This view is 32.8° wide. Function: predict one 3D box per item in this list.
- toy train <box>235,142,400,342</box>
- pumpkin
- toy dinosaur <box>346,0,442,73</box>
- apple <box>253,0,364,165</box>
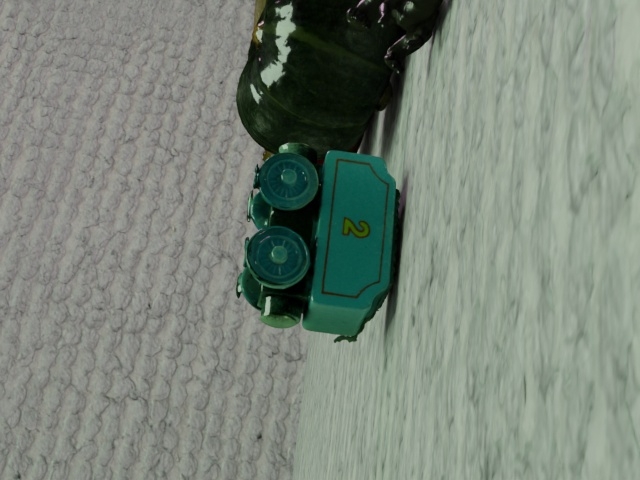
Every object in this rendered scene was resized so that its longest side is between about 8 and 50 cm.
[{"bbox_3d":[0.000,0.000,1.149,0.112,0.162,0.203,109,168,-68],"label":"toy train"},{"bbox_3d":[0.008,-0.247,1.453,0.300,0.207,0.300,-158,90,-85],"label":"pumpkin"},{"bbox_3d":[0.116,-0.258,1.083,0.179,0.087,0.187,-46,17,-6],"label":"toy dinosaur"},{"bbox_3d":[-0.046,-0.252,1.837,0.329,0.295,0.365,-52,-18,-33],"label":"apple"}]
